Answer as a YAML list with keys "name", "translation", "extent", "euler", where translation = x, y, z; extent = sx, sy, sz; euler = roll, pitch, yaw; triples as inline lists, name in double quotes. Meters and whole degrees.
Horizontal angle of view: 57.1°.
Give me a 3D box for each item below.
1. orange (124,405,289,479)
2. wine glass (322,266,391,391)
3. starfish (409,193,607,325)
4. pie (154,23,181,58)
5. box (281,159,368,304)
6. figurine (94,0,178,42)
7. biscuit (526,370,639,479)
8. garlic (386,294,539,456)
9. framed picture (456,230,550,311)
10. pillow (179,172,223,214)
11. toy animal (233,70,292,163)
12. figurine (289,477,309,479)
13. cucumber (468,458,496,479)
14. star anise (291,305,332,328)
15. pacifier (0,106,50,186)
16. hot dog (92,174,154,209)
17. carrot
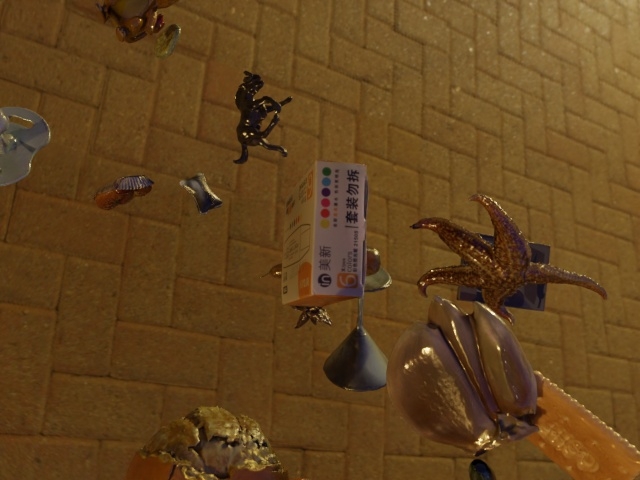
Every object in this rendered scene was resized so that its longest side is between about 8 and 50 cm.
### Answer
- name: "orange"
  translation: [-0.110, 0.237, 0.564]
  extent: [0.157, 0.134, 0.156]
  euler: [13, 65, -30]
- name: "wine glass"
  translation: [0.140, 0.305, 2.133]
  extent: [0.267, 0.267, 0.406]
  euler: [-18, 119, -35]
- name: "starfish"
  translation: [0.216, 0.032, 0.687]
  extent: [0.238, 0.213, 0.057]
  euler: [15, 55, 15]
- name: "pie"
  translation: [-0.326, -0.426, 1.258]
  extent: [0.021, 0.084, 0.084]
  euler: [25, 65, -45]
- name: "box"
  translation: [0.000, 0.000, 1.013]
  extent: [0.091, 0.274, 0.220]
  euler: [3, 78, -14]
- name: "figurine"
  translation: [-0.332, -0.450, 1.146]
  extent: [0.176, 0.122, 0.121]
  euler: [-40, 80, -5]
- name: "biscuit"
  translation: [0.476, 0.378, 1.133]
  extent: [0.250, 0.160, 0.030]
  euler: [40, 44, 25]
- name: "garlic"
  translation: [0.266, 0.268, 1.153]
  extent: [0.325, 0.279, 0.132]
  euler: [60, 14, 7]
- name: "framed picture"
  translation: [0.365, 0.063, 1.165]
  extent: [0.201, 0.010, 0.136]
  euler: [9, 85, -18]
- name: "pillow"
  translation: [-0.381, -0.150, 1.885]
  extent: [0.091, 0.055, 0.135]
  euler: [-36, 83, -13]
- name: "toy animal"
  translation: [-0.155, -0.302, 1.473]
  extent: [0.084, 0.148, 0.232]
  euler: [4, 92, -69]
- name: "figurine"
  translation: [-0.034, 0.824, 1.853]
  extent: [0.143, 0.271, 0.143]
  euler: [6, 79, -35]
- name: "cucumber"
  translation: [0.303, 0.440, 1.099]
  extent: [0.048, 0.048, 0.105]
  euler: [-53, 135, -31]
- name: "star anise"
  translation: [-0.031, 0.161, 1.512]
  extent: [0.056, 0.124, 0.129]
  euler: [-20, 100, -62]
- name: "pacifier"
  translation: [-0.489, -0.159, 0.890]
  extent: [0.127, 0.116, 0.150]
  euler: [24, 62, 1]
- name: "hot dog"
  translation: [-0.484, -0.117, 1.438]
  extent: [0.108, 0.191, 0.059]
  euler: [-13, 88, -41]
- name: "carrot"
  translation: [-0.003, 0.062, 1.425]
  extent: [0.298, 0.078, 0.078]
  euler: [-7, 81, -4]
